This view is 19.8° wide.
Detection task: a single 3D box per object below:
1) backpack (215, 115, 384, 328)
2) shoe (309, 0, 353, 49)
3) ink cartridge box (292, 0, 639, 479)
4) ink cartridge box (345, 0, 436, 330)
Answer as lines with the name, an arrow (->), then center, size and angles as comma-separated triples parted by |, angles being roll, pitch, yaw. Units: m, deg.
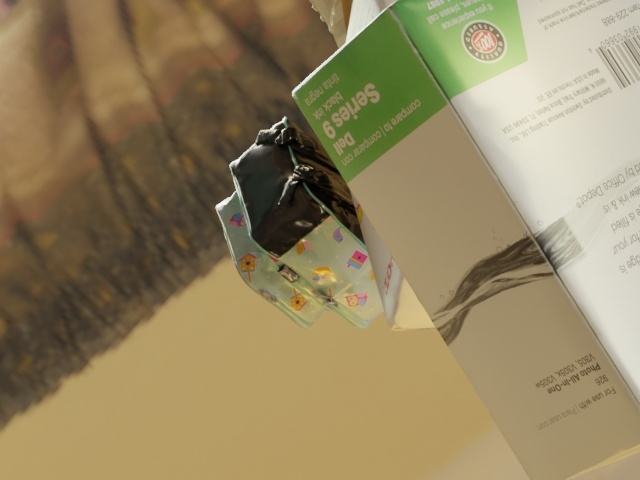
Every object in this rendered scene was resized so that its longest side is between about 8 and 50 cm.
backpack -> 0.000, 0.000, 1.754 | 0.144, 0.188, 0.166 | -48, -146, 16
shoe -> 0.014, -0.263, 1.729 | 0.058, 0.219, 0.076 | -5, -166, 30
ink cartridge box -> 0.151, -0.024, 1.116 | 0.211, 0.289, 0.121 | -26, 173, -41
ink cartridge box -> 0.100, -0.087, 1.567 | 0.117, 0.201, 0.278 | -1, -138, -12
